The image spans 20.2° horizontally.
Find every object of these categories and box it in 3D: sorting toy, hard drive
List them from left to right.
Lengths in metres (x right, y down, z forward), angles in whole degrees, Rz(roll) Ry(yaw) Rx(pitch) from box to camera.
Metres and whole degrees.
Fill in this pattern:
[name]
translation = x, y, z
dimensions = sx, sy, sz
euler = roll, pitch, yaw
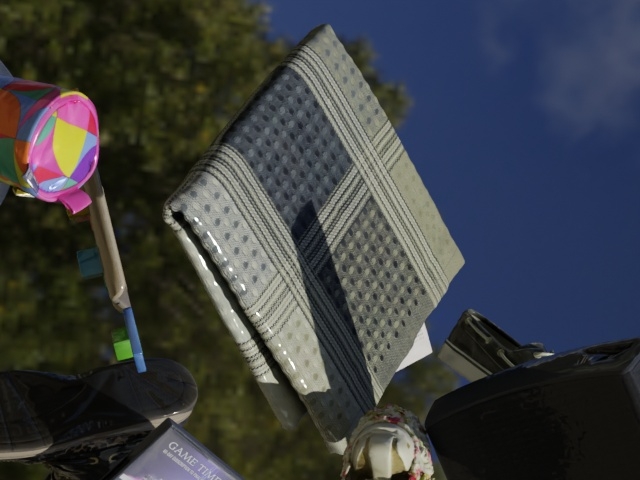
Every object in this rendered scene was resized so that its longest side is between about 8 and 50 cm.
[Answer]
[sorting toy]
translation = -0.268, -0.008, 2.115
dimensions = 0.196, 0.047, 0.347
euler = 117, -41, -81
[hard drive]
translation = 0.213, 0.192, 1.603
dimensions = 0.255, 0.054, 0.172
euler = -22, -89, 41

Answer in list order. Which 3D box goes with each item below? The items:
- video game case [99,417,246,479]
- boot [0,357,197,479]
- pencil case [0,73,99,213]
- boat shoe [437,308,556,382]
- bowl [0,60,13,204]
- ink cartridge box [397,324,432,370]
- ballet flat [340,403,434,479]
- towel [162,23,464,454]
[video game case]
translation = -0.236, 0.380, 2.373
dimensions = 0.274, 0.196, 0.026
euler = -43, -146, 3
[boot]
translation = -0.367, 0.303, 2.508
dimensions = 0.284, 0.377, 0.138
euler = 103, -29, -48
[pencil case]
translation = -0.300, -0.096, 1.537
dimensions = 0.236, 0.104, 0.104
euler = 16, -79, 29
[boat shoe]
translation = 0.213, 0.140, 1.851
dimensions = 0.219, 0.078, 0.070
euler = 32, -81, 37
[bowl]
translation = -0.451, -0.077, 1.905
dimensions = 0.298, 0.298, 0.134
euler = -64, -150, 31
[ink cartridge box]
translation = 0.036, 0.030, 2.475
dimensions = 0.207, 0.117, 0.283
euler = 48, -20, 50
[ballet flat]
translation = 0.053, 0.226, 1.604
dimensions = 0.077, 0.091, 0.241
euler = 84, 13, -44
[towel]
translation = 0.000, 0.000, 1.741
dimensions = 0.056, 0.324, 0.312
euler = -9, -147, 39
